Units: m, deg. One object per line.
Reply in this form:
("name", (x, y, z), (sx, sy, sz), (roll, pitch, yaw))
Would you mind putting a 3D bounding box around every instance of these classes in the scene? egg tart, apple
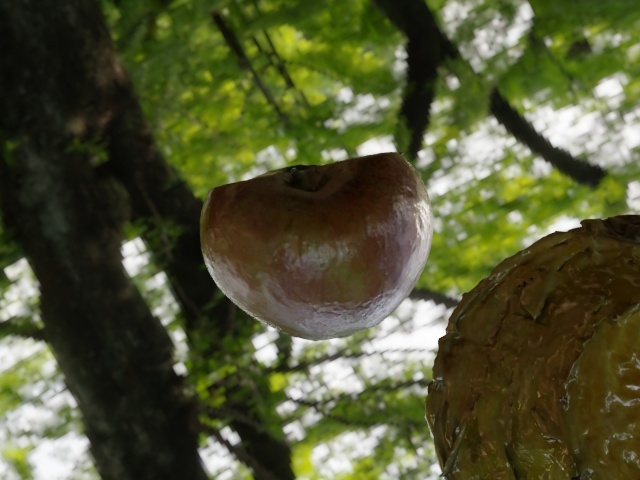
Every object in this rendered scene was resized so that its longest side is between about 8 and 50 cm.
("egg tart", (0.218, 0.116, 0.888), (0.295, 0.295, 0.116), (-31, 174, -12))
("apple", (0.000, 0.000, 1.107), (0.195, 0.160, 0.173), (-15, 162, -12))
